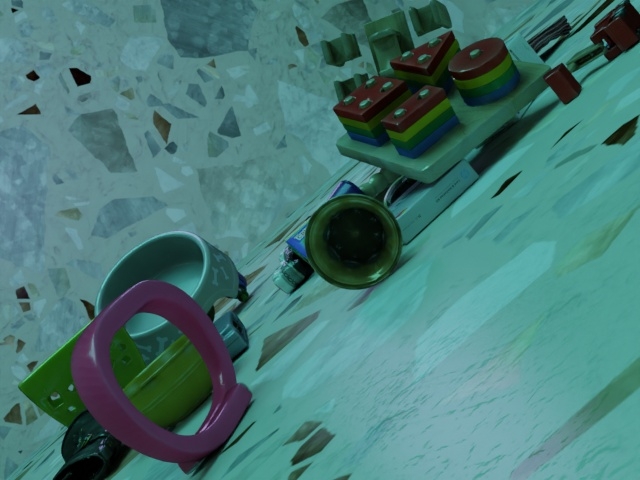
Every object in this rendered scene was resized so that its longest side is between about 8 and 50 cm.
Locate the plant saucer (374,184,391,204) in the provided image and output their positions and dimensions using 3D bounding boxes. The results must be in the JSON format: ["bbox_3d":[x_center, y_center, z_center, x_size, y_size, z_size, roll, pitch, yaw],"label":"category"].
[{"bbox_3d":[0.095,-0.067,2.091,0.199,0.036,0.198,-40,5,4],"label":"plant saucer"}]

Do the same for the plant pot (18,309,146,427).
[{"bbox_3d":[-0.442,0.284,2.161,0.227,0.207,0.228,-43,6,-13],"label":"plant pot"}]

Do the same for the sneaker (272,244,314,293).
[{"bbox_3d":[-0.038,0.038,2.054,0.075,0.063,0.170,-40,10,21],"label":"sneaker"}]

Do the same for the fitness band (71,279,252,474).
[{"bbox_3d":[-0.182,0.155,1.293,0.054,0.209,0.291,-38,6,21],"label":"fitness band"}]

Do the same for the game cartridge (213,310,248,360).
[{"bbox_3d":[-0.217,0.216,1.934,0.196,0.060,0.294,-38,5,-2],"label":"game cartridge"}]

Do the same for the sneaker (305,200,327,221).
[{"bbox_3d":[0.013,-0.064,2.587,0.089,0.051,0.170,-46,1,3],"label":"sneaker"}]

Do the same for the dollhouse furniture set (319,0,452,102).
[{"bbox_3d":[0.151,-0.271,1.900,0.212,0.242,0.161,-17,-2,20],"label":"dollhouse furniture set"}]

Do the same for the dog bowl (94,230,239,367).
[{"bbox_3d":[-0.360,0.125,2.478,0.349,0.102,0.348,-20,43,19],"label":"dog bowl"}]

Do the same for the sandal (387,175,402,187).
[{"bbox_3d":[0.164,-0.119,1.924,0.072,0.049,0.180,-18,-7,-36],"label":"sandal"}]

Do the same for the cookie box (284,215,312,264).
[{"bbox_3d":[0.000,0.000,1.956,0.092,0.040,0.107,-42,34,-9],"label":"cookie box"}]

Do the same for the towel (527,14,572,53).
[{"bbox_3d":[0.355,-0.331,2.266,0.237,0.037,0.329,-37,1,-40],"label":"towel"}]

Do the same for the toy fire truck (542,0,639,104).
[{"bbox_3d":[0.390,-0.271,1.547,0.135,0.047,0.192,-38,6,29],"label":"toy fire truck"}]

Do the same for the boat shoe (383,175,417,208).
[{"bbox_3d":[0.160,-0.095,1.731,0.152,0.056,0.049,-44,0,-28],"label":"boat shoe"}]

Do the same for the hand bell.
[{"bbox_3d":[0.054,-0.024,1.500,0.126,0.126,0.242,-40,6,13],"label":"hand bell"}]

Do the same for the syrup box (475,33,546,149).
[{"bbox_3d":[0.296,-0.251,1.815,0.093,0.096,0.237,-37,6,36],"label":"syrup box"}]

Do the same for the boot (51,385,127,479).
[{"bbox_3d":[-0.410,0.369,1.882,0.263,0.091,0.229,-42,8,30],"label":"boot"}]

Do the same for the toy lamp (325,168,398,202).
[{"bbox_3d":[0.110,-0.109,1.676,0.275,0.080,0.080,-43,5,-16],"label":"toy lamp"}]

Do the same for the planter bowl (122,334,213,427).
[{"bbox_3d":[-0.228,0.226,1.703,0.217,0.090,0.217,-42,5,5],"label":"planter bowl"}]

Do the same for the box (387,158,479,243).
[{"bbox_3d":[0.142,-0.051,1.594,0.145,0.038,0.186,-42,4,-10],"label":"box"}]

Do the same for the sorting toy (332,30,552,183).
[{"bbox_3d":[0.166,-0.216,1.618,0.255,0.089,0.257,-39,28,-15],"label":"sorting toy"}]

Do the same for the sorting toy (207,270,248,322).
[{"bbox_3d":[-0.305,0.214,2.521,0.365,0.127,0.126,-39,34,-7],"label":"sorting toy"}]
